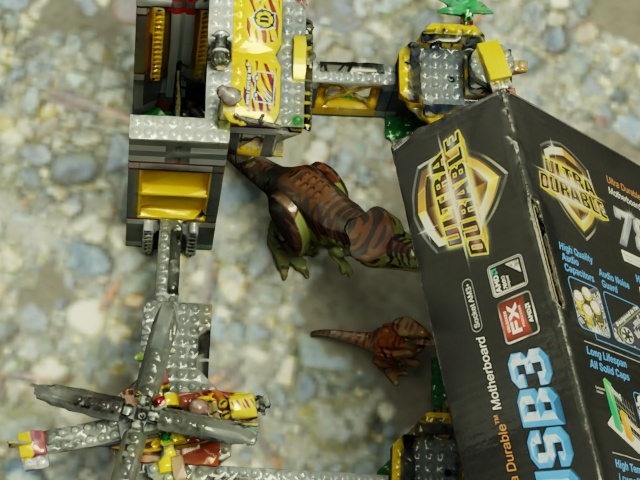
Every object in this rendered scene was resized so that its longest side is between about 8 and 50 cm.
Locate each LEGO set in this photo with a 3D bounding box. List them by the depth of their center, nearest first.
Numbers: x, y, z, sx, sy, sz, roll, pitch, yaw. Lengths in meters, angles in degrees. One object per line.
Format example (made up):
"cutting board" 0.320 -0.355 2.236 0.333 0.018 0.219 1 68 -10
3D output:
"LEGO set" 0.000 0.000 0.992 0.255 0.192 0.331 11 71 -2

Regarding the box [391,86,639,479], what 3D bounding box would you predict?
"box" 0.163 0.108 0.923 0.073 0.295 0.293 -26 63 28
